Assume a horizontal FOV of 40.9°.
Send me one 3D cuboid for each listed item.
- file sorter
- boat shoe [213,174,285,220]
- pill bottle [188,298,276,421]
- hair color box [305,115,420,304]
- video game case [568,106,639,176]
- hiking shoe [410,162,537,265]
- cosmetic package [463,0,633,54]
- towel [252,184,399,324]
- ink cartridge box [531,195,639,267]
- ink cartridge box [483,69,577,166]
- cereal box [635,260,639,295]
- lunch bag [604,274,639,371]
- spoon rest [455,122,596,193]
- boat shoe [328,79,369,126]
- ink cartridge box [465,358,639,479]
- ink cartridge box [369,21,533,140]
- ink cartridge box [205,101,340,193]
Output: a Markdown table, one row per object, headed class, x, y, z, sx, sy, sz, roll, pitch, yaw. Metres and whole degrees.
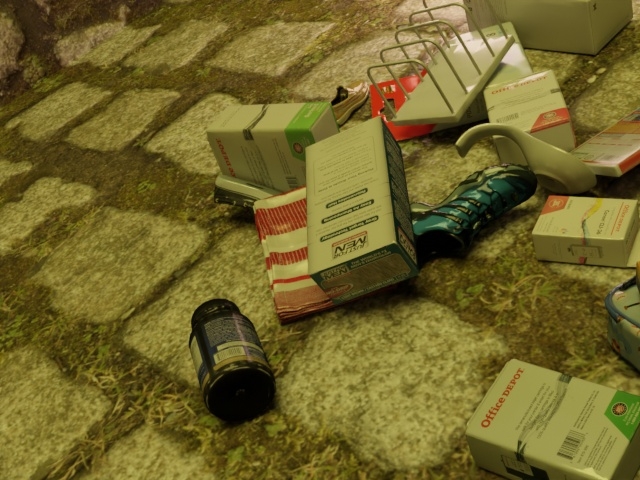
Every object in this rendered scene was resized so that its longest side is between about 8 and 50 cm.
| class | x | y | z | sx | sy | sz | roll | pitch | yaw |
| --- | --- | --- | --- | --- | --- | --- | --- | --- | --- |
| file sorter | 0.262 | -0.415 | 1.924 | 0.193 | 0.173 | 0.277 | 4 | 50 | 50 |
| boat shoe | -0.133 | -0.077 | 1.877 | 0.229 | 0.076 | 0.080 | 18 | 14 | 12 |
| pill bottle | -0.160 | 0.198 | 1.488 | 0.123 | 0.122 | 0.219 | -24 | 36 | -4 |
| hair color box | 0.071 | -0.063 | 1.609 | 0.174 | 0.105 | 0.347 | -22 | 43 | 20 |
| video game case | 0.620 | -0.210 | 1.647 | 0.285 | 0.025 | 0.204 | -32 | 15 | -9 |
| hiking shoe | 0.274 | -0.035 | 1.611 | 0.304 | 0.113 | 0.132 | -25 | 42 | 10 |
| cosmetic package | 0.563 | -0.590 | 2.143 | 0.366 | 0.155 | 0.197 | 22 | 53 | 43 |
| towel | 0.000 | 0.000 | 1.692 | 0.237 | 0.037 | 0.329 | -18 | 47 | 2 |
| ink cartridge box | 0.485 | -0.017 | 1.499 | 0.198 | 0.067 | 0.115 | 5 | 42 | 31 |
| ink cartridge box | 0.439 | -0.257 | 1.814 | 0.159 | 0.092 | 0.217 | -15 | 37 | 15 |
| cereal box | 0.567 | 0.084 | 1.156 | 0.240 | 0.047 | 0.173 | -7 | 37 | 10 |
| lunch bag | 0.576 | 0.124 | 1.234 | 0.243 | 0.114 | 0.303 | -27 | 37 | -12 |
| spoon rest | 0.401 | -0.164 | 1.653 | 0.276 | 0.137 | 0.084 | 23 | 78 | 27 |
| boat shoe | 0.065 | -0.361 | 2.157 | 0.068 | 0.072 | 0.190 | 4 | 42 | 30 |
| ink cartridge box | 0.329 | 0.267 | 1.185 | 0.209 | 0.086 | 0.153 | 15 | 49 | 38 |
| ink cartridge box | 0.301 | -0.382 | 2.056 | 0.385 | 0.091 | 0.308 | -12 | 36 | 10 |
| ink cartridge box | -0.090 | -0.195 | 1.905 | 0.273 | 0.198 | 0.114 | 4 | 42 | 30 |
